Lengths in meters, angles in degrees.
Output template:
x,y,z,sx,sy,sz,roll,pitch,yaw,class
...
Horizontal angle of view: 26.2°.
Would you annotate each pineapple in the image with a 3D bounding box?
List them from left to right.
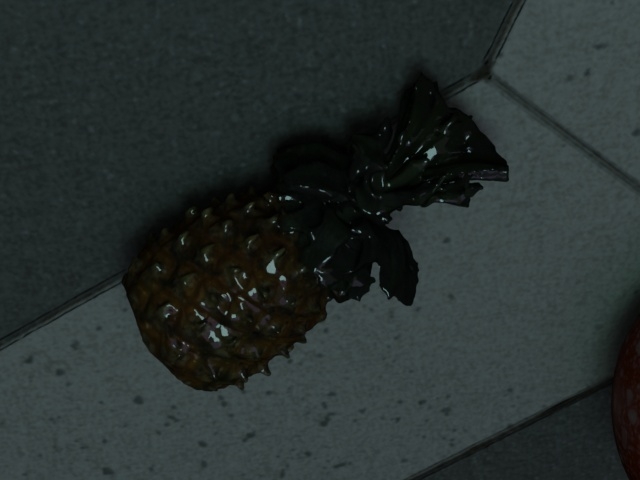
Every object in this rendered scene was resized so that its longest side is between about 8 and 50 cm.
x,y,z,sx,sy,sz,roll,pitch,yaw,class
0.000,0.000,1.084,0.310,0.170,0.141,-34,152,10,pineapple

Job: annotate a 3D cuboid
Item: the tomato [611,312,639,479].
x,y,z,sx,sy,sz,roll,pitch,yaw,class
0.383,0.128,1.196,0.270,0.227,0.270,-8,147,-5,tomato
